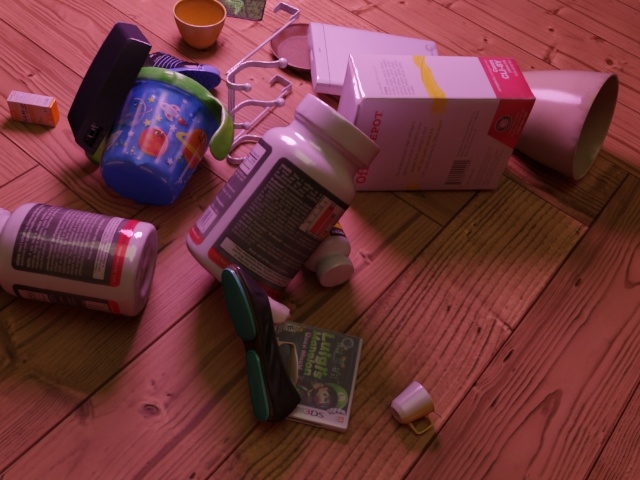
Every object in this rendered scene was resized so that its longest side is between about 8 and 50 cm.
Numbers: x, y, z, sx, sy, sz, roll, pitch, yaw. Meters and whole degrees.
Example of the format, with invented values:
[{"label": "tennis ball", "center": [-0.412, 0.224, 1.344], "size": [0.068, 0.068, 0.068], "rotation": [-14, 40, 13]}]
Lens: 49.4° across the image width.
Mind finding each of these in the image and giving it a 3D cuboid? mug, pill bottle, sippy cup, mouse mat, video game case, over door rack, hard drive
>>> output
[{"label": "mug", "center": [0.165, 0.301, 1.243], "size": [0.064, 0.062, 0.078], "rotation": [-28, 55, -19]}, {"label": "pill bottle", "center": [-0.473, 0.028, 1.271], "size": [0.318, 0.176, 0.176], "rotation": [10, 51, -2]}, {"label": "sippy cup", "center": [-0.346, -0.201, 1.458], "size": [0.240, 0.305, 0.224], "rotation": [29, 59, -23]}, {"label": "mouse mat", "center": [-0.231, -0.694, 1.992], "size": [0.152, 0.007, 0.190], "rotation": [8, 50, -3]}, {"label": "pill bottle", "center": [0.000, 0.000, 1.422], "size": [0.103, 0.103, 0.184], "rotation": [-13, 55, -19]}, {"label": "video game case", "center": [-0.020, 0.244, 1.278], "size": [0.173, 0.022, 0.190], "rotation": [14, 51, 1]}, {"label": "pill bottle", "center": [-0.066, -0.078, 1.298], "size": [0.210, 0.210, 0.363], "rotation": [41, 96, 21]}, {"label": "over door rack", "center": [-0.115, -0.356, 1.595], "size": [0.108, 0.239, 0.324], "rotation": [20, 52, 7]}, {"label": "hard drive", "center": [-0.437, -0.316, 1.416], "size": [0.054, 0.255, 0.172], "rotation": [23, 18, -36]}, {"label": "hard drive", "center": [0.148, -0.457, 1.813], "size": [0.353, 0.047, 0.233], "rotation": [5, 54, -15]}]

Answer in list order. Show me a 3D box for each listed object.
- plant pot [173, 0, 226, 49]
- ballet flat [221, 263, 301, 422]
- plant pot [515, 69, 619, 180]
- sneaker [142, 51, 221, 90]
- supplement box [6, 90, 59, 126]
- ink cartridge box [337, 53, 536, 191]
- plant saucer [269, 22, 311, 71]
[{"label": "plant pot", "center": [-0.314, -0.556, 1.810], "size": [0.134, 0.095, 0.134], "rotation": [5, 51, -6]}, {"label": "ballet flat", "center": [-0.096, 0.170, 1.200], "size": [0.096, 0.095, 0.280], "rotation": [-14, 93, -34]}, {"label": "plant pot", "center": [0.537, -0.310, 1.691], "size": [0.274, 0.256, 0.256], "rotation": [24, 50, 29]}, {"label": "sneaker", "center": [-0.362, -0.421, 1.705], "size": [0.232, 0.081, 0.090], "rotation": [-2, 60, -10]}, {"label": "supplement box", "center": [-0.647, -0.297, 1.570], "size": [0.098, 0.062, 0.036], "rotation": [9, 53, -2]}, {"label": "ink cartridge box", "center": [0.233, -0.258, 1.551], "size": [0.384, 0.279, 0.160], "rotation": [-2, 52, -11]}, {"label": "plant saucer", "center": [-0.039, -0.509, 1.859], "size": [0.198, 0.036, 0.198], "rotation": [5, 52, -7]}]
